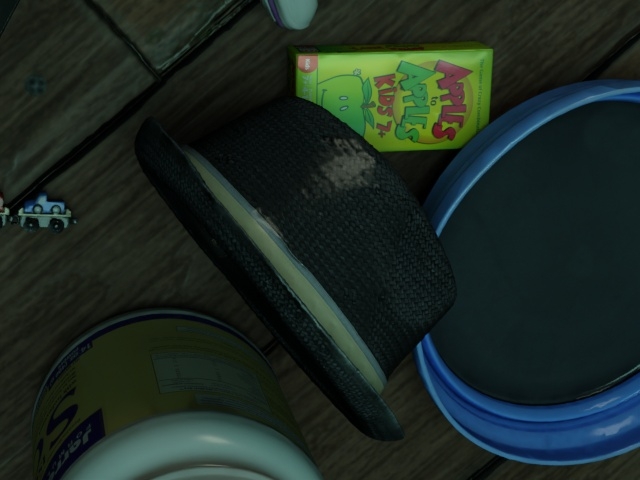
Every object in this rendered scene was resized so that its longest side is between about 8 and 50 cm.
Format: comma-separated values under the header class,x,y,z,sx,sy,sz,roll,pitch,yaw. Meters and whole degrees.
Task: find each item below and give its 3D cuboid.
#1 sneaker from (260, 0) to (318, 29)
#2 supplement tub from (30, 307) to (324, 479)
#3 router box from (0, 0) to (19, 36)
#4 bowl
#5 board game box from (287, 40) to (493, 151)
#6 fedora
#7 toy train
class,x,y,z,sx,sy,sz,roll,pitch,yaw
sneaker,-0.003,-0.324,1.036,0.152,0.114,0.305,-6,110,-10
supplement tub,-0.120,0.219,1.074,0.241,0.331,0.241,-4,109,-12
router box,-0.340,-0.291,0.932,0.308,0.081,0.243,29,71,-20
bowl,0.258,0.030,1.216,0.391,0.077,0.391,-8,116,-16
board game box,0.062,-0.130,1.156,0.181,0.043,0.092,-3,109,-12
fedora,0.000,0.000,1.054,0.152,0.334,0.334,-40,113,-7
toy train,-0.292,-0.028,1.116,0.158,0.027,0.036,3,97,-14
